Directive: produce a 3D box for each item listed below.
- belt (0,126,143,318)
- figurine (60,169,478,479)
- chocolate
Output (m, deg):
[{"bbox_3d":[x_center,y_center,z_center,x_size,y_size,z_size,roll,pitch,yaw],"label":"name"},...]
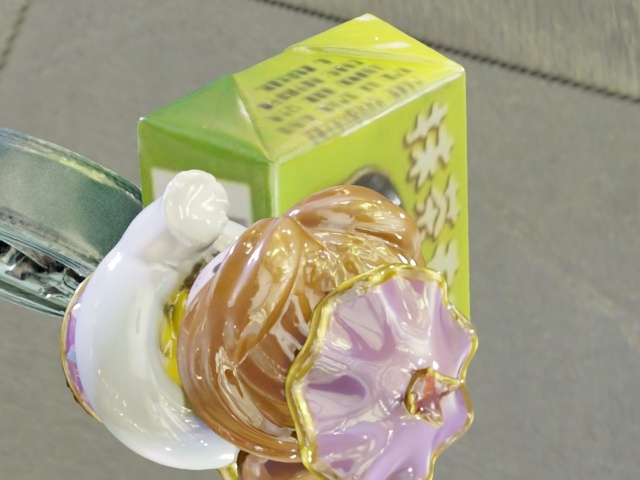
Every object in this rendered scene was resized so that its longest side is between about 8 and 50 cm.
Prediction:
[{"bbox_3d":[-0.262,-0.015,1.621,0.267,0.206,0.116,21,69,-2],"label":"belt"},{"bbox_3d":[-0.028,0.052,0.963,0.142,0.263,0.189,-32,105,-31],"label":"figurine"},{"bbox_3d":[0.000,0.000,1.568,0.137,0.289,0.301,18,123,35],"label":"chocolate"}]
